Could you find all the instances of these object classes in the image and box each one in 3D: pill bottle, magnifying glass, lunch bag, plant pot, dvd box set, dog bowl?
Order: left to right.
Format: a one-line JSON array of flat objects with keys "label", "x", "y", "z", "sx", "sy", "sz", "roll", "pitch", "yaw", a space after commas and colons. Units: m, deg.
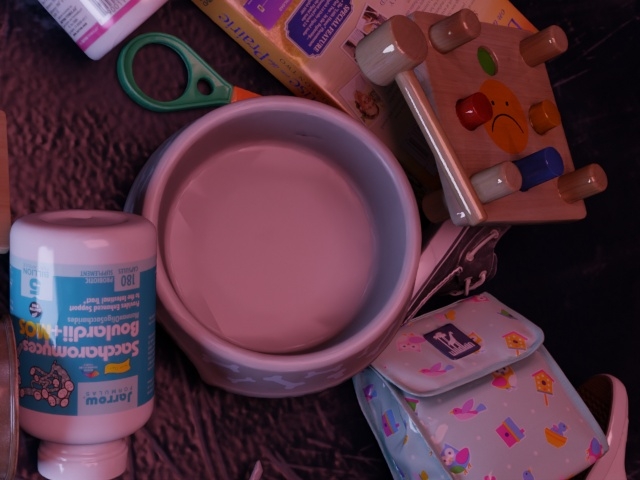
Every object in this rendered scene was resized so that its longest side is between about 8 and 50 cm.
[{"label": "plant pot", "x": -0.383, "y": 0.156, "z": 1.158, "sx": 0.165, "sy": 0.167, "sz": 0.167, "roll": 0, "pitch": 81, "yaw": -20}, {"label": "pill bottle", "x": -0.278, "y": -0.349, "z": 1.292, "sx": 0.283, "sy": 0.160, "sz": 0.160, "roll": 49, "pitch": 63, "yaw": -13}, {"label": "pill bottle", "x": -0.240, "y": 0.107, "z": 1.222, "sx": 0.146, "sy": 0.146, "sz": 0.264, "roll": -4, "pitch": 102, "yaw": -29}, {"label": "magnifying glass", "x": -0.130, "y": -0.178, "z": 1.424, "sx": 0.231, "sy": 0.026, "sz": 0.092, "roll": 17, "pitch": 73, "yaw": -23}, {"label": "dog bowl", "x": -0.047, "y": -0.002, "z": 1.336, "sx": 0.349, "sy": 0.102, "sz": 0.348, "roll": 2, "pitch": 78, "yaw": -10}, {"label": "dvd box set", "x": 0.066, "y": -0.289, "z": 1.527, "sx": 0.420, "sy": 0.062, "sz": 0.307, "roll": 40, "pitch": 65, "yaw": -17}, {"label": "lunch bag", "x": 0.179, "y": 0.201, "z": 1.451, "sx": 0.223, "sy": 0.160, "sz": 0.262, "roll": -21, "pitch": 73, "yaw": -26}]

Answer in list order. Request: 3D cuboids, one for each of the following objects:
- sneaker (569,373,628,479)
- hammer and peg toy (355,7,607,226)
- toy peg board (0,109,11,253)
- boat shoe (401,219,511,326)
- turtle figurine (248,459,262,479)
[{"label": "sneaker", "x": 0.356, "y": 0.322, "z": 1.565, "sx": 0.123, "sy": 0.106, "sz": 0.290, "roll": 22, "pitch": 81, "yaw": -31}, {"label": "hammer and peg toy", "x": 0.172, "y": -0.132, "z": 1.388, "sx": 0.361, "sy": 0.127, "sz": 0.266, "roll": -3, "pitch": 76, "yaw": -47}, {"label": "toy peg board", "x": -0.409, "y": -0.054, "z": 1.230, "sx": 0.161, "sy": 0.079, "sz": 0.160, "roll": 4, "pitch": 64, "yaw": -29}, {"label": "boat shoe", "x": 0.172, "y": 0.020, "z": 1.505, "sx": 0.102, "sy": 0.108, "sz": 0.301, "roll": 44, "pitch": 57, "yaw": -4}, {"label": "turtle figurine", "x": -0.140, "y": 0.377, "z": 1.223, "sx": 0.275, "sy": 0.198, "sz": 0.266, "roll": -5, "pitch": 87, "yaw": -26}]
